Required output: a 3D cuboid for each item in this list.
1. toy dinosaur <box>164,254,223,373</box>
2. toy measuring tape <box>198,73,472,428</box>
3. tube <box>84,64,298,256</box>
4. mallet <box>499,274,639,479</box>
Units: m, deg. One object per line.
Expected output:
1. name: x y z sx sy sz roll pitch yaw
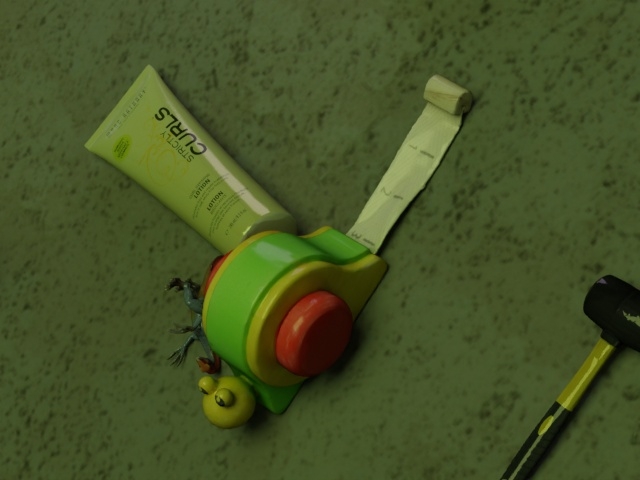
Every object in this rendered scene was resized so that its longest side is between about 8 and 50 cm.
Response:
1. toy dinosaur: -0.095 0.066 1.604 0.090 0.047 0.082 -37 74 -1
2. toy measuring tape: 0.000 0.000 1.530 0.121 0.121 0.330 31 87 35
3. tube: -0.111 -0.057 1.653 0.070 0.062 0.240 -22 44 -27
4. mallet: 0.175 0.109 1.435 0.190 0.039 0.062 -50 56 8
